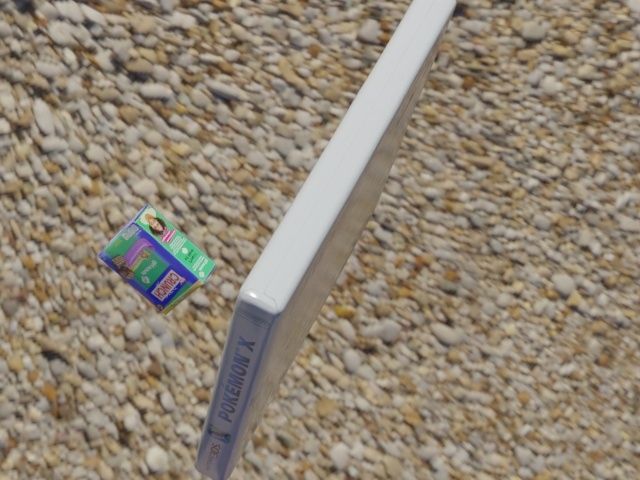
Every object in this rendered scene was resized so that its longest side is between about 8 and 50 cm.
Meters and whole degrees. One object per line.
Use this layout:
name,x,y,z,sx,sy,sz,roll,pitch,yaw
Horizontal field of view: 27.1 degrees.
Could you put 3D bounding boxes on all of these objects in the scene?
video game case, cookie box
video game case,0.000,0.000,1.066,0.036,0.300,0.329,26,56,5
cookie box,-0.188,0.023,1.526,0.107,0.040,0.092,42,135,-10
